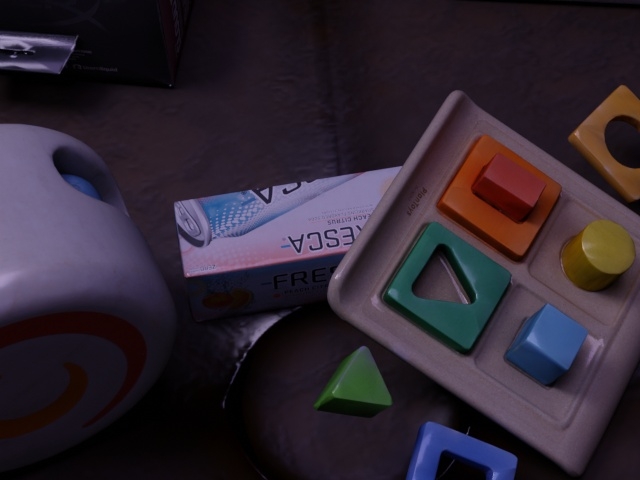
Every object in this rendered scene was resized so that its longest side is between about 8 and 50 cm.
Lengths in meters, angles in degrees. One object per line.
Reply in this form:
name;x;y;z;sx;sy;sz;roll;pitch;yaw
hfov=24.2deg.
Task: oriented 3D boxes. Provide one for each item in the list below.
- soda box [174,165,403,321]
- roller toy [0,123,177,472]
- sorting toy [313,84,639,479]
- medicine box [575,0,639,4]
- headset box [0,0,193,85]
soda box;0.000;0.000;0.972;0.183;0.058;0.063;-9;56;-5
roller toy;-0.194;0.034;0.878;0.191;0.209;0.146;-8;53;-31
sorting toy;0.126;0.018;0.916;0.196;0.047;0.348;36;61;-5
medicine box;0.243;-0.320;1.124;0.289;0.149;0.263;4;56;5
headset box;-0.198;-0.243;1.111;0.218;0.110;0.293;5;56;5
